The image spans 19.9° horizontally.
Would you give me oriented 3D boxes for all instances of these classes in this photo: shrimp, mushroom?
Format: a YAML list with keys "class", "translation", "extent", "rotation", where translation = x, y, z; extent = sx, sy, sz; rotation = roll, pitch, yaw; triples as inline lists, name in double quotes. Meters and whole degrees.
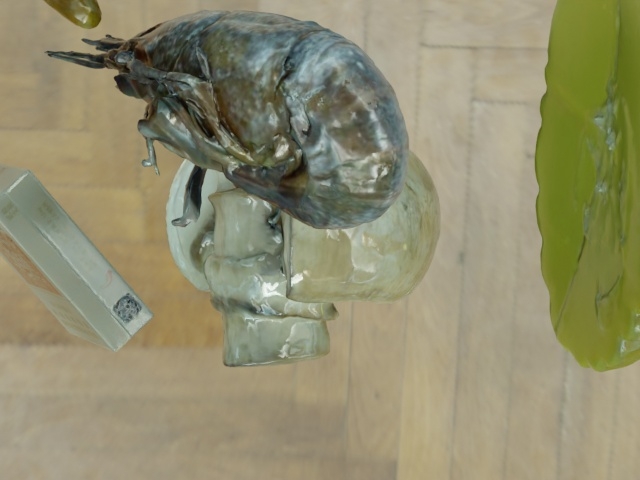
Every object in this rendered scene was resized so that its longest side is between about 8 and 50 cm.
- class: "shrimp"
  translation: [-0.067, -0.091, 1.215]
  extent: [0.116, 0.343, 0.145]
  rotation: [-41, 129, -26]
- class: "mushroom"
  translation: [0.000, 0.000, 1.456]
  extent: [0.189, 0.253, 0.195]
  rotation: [-2, 91, -22]

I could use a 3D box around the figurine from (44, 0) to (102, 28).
- class: "figurine"
  translation: [-0.347, -0.241, 1.170]
  extent: [0.387, 0.268, 0.401]
  rotation: [-3, 64, -25]

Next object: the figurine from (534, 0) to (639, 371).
- class: "figurine"
  translation: [0.268, -0.038, 0.793]
  extent: [0.315, 0.168, 0.187]
  rotation: [0, 91, -11]

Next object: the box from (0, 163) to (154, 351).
- class: "box"
  translation: [-0.269, 0.015, 1.822]
  extent: [0.058, 0.141, 0.201]
  rotation: [-44, 114, -16]
